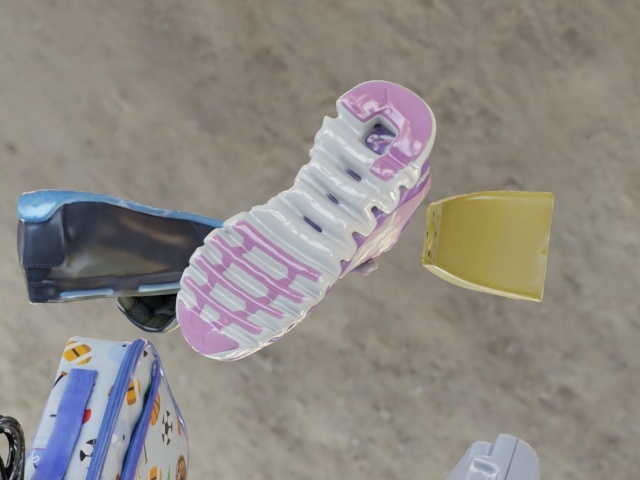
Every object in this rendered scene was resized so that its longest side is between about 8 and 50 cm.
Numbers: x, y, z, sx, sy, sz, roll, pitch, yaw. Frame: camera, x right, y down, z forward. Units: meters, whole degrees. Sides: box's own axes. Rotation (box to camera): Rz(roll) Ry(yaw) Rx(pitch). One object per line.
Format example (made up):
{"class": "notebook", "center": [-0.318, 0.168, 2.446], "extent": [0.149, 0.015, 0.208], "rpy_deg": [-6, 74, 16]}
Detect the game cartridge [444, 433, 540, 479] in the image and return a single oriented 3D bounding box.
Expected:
{"class": "game cartridge", "center": [0.064, 0.288, 1.219], "extent": [0.060, 0.294, 0.196], "rpy_deg": [24, 153, -4]}

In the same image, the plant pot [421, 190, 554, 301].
{"class": "plant pot", "center": [0.122, 0.001, 1.400], "extent": [0.083, 0.082, 0.081], "rpy_deg": [6, 179, -8]}

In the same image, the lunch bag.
{"class": "lunch bag", "center": [-0.223, 0.258, 1.850], "extent": [0.115, 0.303, 0.243], "rpy_deg": [3, 141, 12]}

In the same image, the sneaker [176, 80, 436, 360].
{"class": "sneaker", "center": [0.000, 0.000, 1.322], "extent": [0.095, 0.236, 0.104], "rpy_deg": [41, 175, 23]}

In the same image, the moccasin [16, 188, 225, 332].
{"class": "moccasin", "center": [-0.160, 0.032, 1.740], "extent": [0.137, 0.117, 0.342], "rpy_deg": [-1, 171, 44]}

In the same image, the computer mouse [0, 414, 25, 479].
{"class": "computer mouse", "center": [-0.365, 0.210, 1.580], "extent": [0.262, 0.184, 0.060], "rpy_deg": [8, 160, -23]}
